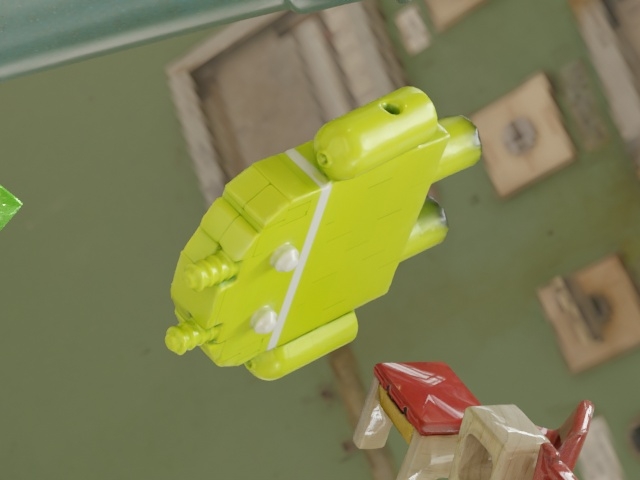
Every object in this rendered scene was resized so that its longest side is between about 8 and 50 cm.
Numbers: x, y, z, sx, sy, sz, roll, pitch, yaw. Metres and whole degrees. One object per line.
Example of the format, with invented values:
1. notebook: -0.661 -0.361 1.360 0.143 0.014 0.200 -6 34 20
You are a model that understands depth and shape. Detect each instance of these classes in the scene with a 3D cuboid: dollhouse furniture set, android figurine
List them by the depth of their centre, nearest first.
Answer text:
1. android figurine: 0.000 0.000 1.216 0.273 0.248 0.056 -25 58 -40
2. dollhouse furniture set: 0.192 0.172 1.232 0.201 0.152 0.374 2 25 -23

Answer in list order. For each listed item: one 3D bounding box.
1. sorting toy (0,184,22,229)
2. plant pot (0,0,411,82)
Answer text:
1. sorting toy: -0.378 0.029 1.581 0.047 0.347 0.196 41 62 -26
2. plant pot: -0.144 -0.283 1.256 0.341 0.334 0.341 -18 90 -86
